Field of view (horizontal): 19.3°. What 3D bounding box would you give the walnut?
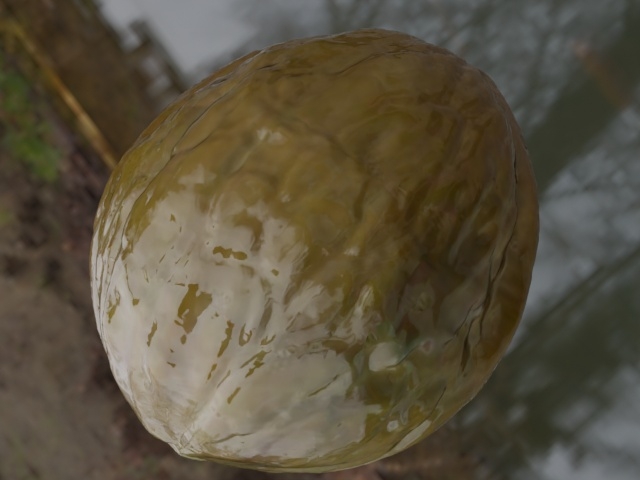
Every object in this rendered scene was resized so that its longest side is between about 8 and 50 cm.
[{"bbox_3d":[0.000,0.000,0.459,0.105,0.124,0.105,43,167,12],"label":"walnut"}]
